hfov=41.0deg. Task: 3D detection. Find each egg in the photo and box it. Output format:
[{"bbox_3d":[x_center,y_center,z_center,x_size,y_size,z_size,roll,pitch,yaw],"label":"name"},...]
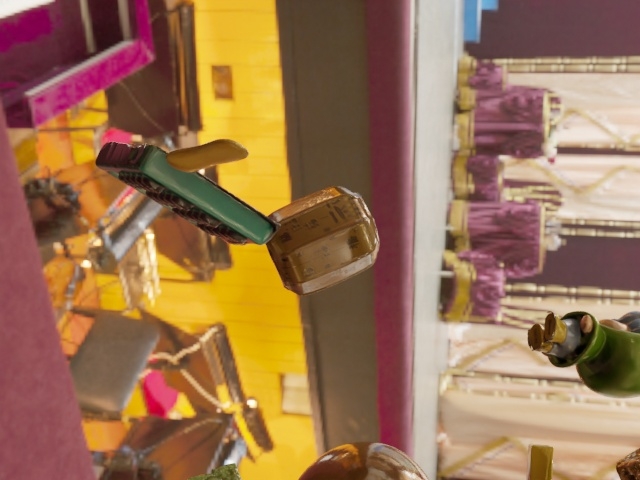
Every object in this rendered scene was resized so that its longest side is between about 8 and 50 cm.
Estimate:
[{"bbox_3d":[0.075,0.551,1.532,0.301,0.301,0.374,59,32,-70],"label":"egg"}]

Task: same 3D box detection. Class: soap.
[{"bbox_3d":[-0.101,-0.075,0.757,0.034,0.089,0.012,36,56,-44],"label":"soap"}]

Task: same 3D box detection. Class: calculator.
[{"bbox_3d":[-0.206,-0.066,1.311,0.274,0.248,0.058,14,-106,60],"label":"calculator"}]

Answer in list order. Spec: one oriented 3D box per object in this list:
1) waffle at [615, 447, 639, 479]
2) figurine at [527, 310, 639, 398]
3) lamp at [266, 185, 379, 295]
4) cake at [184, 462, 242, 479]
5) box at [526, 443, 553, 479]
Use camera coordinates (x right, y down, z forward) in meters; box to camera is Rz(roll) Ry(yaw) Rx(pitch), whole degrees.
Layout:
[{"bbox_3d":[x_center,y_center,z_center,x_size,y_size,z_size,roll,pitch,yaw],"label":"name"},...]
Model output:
[{"bbox_3d":[0.517,0.397,0.995,0.376,0.114,0.261,62,-10,14],"label":"waffle"},{"bbox_3d":[0.476,0.185,1.442,0.162,0.263,0.143,127,-29,-45],"label":"figurine"},{"bbox_3d":[0.000,0.000,1.479,0.161,0.185,0.161,159,-90,-85],"label":"lamp"},{"bbox_3d":[-0.077,0.370,0.978,0.099,0.235,0.100,-22,136,-37],"label":"cake"},{"bbox_3d":[0.362,0.418,1.427,0.279,0.041,0.153,45,49,-72],"label":"box"}]
